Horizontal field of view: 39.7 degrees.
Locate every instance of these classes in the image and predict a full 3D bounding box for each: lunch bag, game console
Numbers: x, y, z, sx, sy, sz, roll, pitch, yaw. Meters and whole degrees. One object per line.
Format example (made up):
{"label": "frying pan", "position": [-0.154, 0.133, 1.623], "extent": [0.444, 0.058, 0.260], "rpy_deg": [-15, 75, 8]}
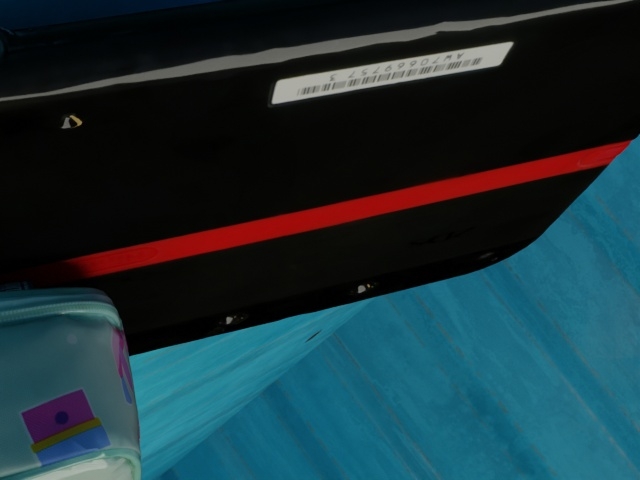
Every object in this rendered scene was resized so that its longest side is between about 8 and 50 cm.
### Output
{"label": "lunch bag", "position": [-0.215, 0.116, 0.467], "extent": [0.224, 0.108, 0.279], "rpy_deg": [-7, 157, -19]}
{"label": "game console", "position": [-0.001, -0.034, 0.491], "extent": [0.387, 0.060, 0.342], "rpy_deg": [-13, 158, -16]}
